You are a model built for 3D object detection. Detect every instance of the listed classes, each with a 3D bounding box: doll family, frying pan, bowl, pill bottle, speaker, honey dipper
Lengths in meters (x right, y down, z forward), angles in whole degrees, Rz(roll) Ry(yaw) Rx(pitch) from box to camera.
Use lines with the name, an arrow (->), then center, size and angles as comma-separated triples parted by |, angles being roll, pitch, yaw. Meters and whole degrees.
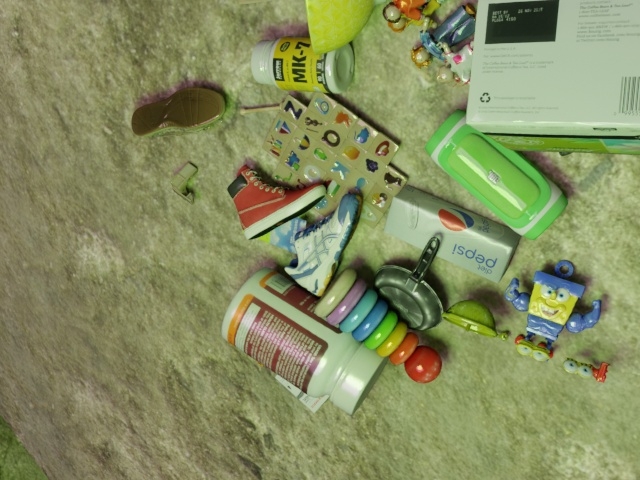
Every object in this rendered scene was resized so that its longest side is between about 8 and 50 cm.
doll family -> 0.232, -0.431, 1.520 | 0.163, 0.118, 0.263 | -34, 111, 30
frying pan -> 0.230, 0.124, 1.743 | 0.197, 0.053, 0.326 | 47, 149, -4
bowl -> 0.051, -0.523, 1.492 | 0.156, 0.289, 0.290 | -4, 113, 4
pill bottle -> -0.035, 0.256, 1.911 | 0.392, 0.224, 0.224 | 31, 124, 14
speaker -> 0.362, -0.137, 1.558 | 0.296, 0.131, 0.131 | 42, 126, 7
honey dipper -> -0.128, -0.318, 1.812 | 0.160, 0.030, 0.031 | 1, 113, 30
pill bottle -> -0.041, -0.392, 1.672 | 0.208, 0.119, 0.119 | 9, 116, 26

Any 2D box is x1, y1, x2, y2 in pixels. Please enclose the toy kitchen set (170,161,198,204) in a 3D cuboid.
toy kitchen set -> -0.348, -0.147, 2.019 | 0.068, 0.075, 0.083 | 36, 165, 14

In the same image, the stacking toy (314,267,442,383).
stacking toy -> 0.151, 0.214, 1.787 | 0.330, 0.141, 0.141 | 38, 126, -1

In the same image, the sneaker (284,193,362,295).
sneaker -> 0.000, 0.000, 1.811 | 0.131, 0.112, 0.296 | 29, 121, 8

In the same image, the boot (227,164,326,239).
boot -> -0.114, -0.128, 1.838 | 0.244, 0.088, 0.176 | -26, 82, 24

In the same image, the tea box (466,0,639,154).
tea box -> 0.457, -0.275, 1.287 | 0.329, 0.323, 0.220 | 6, 91, 28

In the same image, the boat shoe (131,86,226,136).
boat shoe -> -0.349, -0.321, 1.915 | 0.285, 0.089, 0.105 | -4, 84, 29

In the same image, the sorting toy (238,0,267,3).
sorting toy -> -0.136, -0.599, 1.675 | 0.274, 0.046, 0.132 | 4, 114, 28

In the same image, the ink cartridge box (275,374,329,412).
ink cartridge box -> -0.032, 0.383, 2.067 | 0.150, 0.063, 0.109 | 41, 126, 7

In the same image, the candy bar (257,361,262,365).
candy bar -> -0.168, 0.287, 2.129 | 0.040, 0.018, 0.162 | 9, 116, 27

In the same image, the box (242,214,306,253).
box -> -0.112, -0.041, 1.925 | 0.178, 0.042, 0.109 | 21, 122, 19

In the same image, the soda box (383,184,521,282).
soda box -> 0.291, -0.018, 1.675 | 0.286, 0.091, 0.098 | 26, 122, 17

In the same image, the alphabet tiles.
alphabet tiles -> 0.028, -0.184, 1.778 | 0.342, 0.011, 0.285 | 36, 129, 6

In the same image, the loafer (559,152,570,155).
loafer -> 0.533, -0.223, 1.461 | 0.170, 0.062, 0.061 | -24, 94, 34

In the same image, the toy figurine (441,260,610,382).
toy figurine -> 0.477, 0.140, 1.648 | 0.362, 0.191, 0.217 | 20, 92, 22
